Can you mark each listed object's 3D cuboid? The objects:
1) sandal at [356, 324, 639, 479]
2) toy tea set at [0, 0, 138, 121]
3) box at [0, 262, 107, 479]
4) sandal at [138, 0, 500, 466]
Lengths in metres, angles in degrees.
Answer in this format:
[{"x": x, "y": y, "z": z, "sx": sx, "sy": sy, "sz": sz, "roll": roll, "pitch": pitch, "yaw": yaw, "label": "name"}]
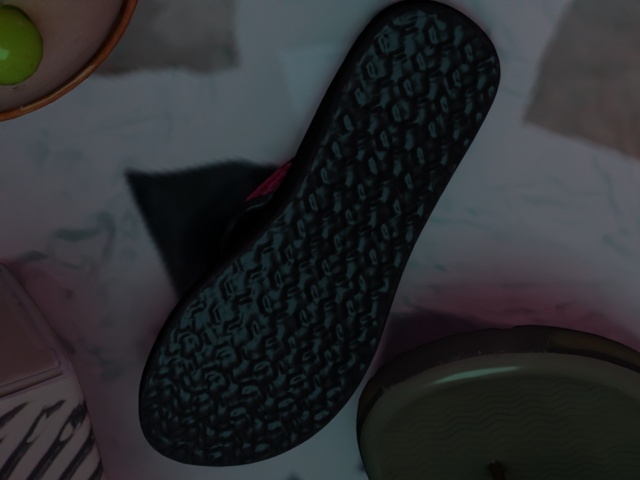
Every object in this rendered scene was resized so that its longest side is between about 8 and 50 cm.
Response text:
[{"x": 0.108, "y": 0.156, "z": 0.579, "sx": 0.120, "sy": 0.086, "sz": 0.303, "roll": -19, "pitch": 115, "yaw": 13, "label": "sandal"}, {"x": -0.193, "y": -0.030, "z": 0.445, "sx": 0.200, "sy": 0.124, "sz": 0.336, "roll": 21, "pitch": 117, "yaw": -41, "label": "toy tea set"}, {"x": -0.109, "y": 0.157, "z": 0.559, "sx": 0.094, "sy": 0.113, "sz": 0.275, "roll": -19, "pitch": 116, "yaw": -17, "label": "box"}, {"x": 0.000, "y": 0.000, "z": 0.545, "sx": 0.067, "sy": 0.040, "sz": 0.179, "roll": 30, "pitch": 96, "yaw": -18, "label": "sandal"}]
